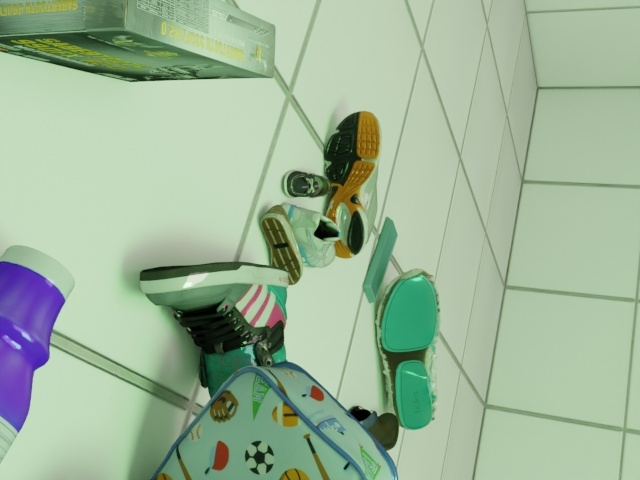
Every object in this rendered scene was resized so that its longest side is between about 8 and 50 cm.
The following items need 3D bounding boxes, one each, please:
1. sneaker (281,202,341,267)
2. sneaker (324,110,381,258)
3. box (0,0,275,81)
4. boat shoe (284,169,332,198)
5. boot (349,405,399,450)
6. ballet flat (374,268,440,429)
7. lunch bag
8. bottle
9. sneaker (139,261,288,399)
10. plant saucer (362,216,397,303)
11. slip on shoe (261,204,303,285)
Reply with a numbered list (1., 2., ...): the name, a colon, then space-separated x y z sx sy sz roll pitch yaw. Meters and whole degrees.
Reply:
1. sneaker: 0.000 0.000 1.198 0.191 0.083 0.071 45 53 -61
2. sneaker: 0.063 -0.103 1.323 0.121 0.099 0.262 -18 119 -72
3. box: -0.173 -0.189 0.659 0.231 0.183 0.056 -7 101 -66
4. boat shoe: -0.020 -0.089 1.189 0.125 0.038 0.046 3 92 -66
5. boot: 0.113 0.385 1.520 0.219 0.082 0.106 -27 122 -60
6. ballet flat: 0.191 0.237 1.648 0.147 0.147 0.408 -40 133 -58
7. lunch bag: -0.069 0.310 0.832 0.303 0.243 0.115 -55 157 11
8. bottle: -0.292 0.132 0.567 0.118 0.092 0.282 67 37 -47
9. sneaker: -0.124 0.120 0.914 0.295 0.124 0.178 13 73 -67
10. plant saucer: 0.132 0.041 1.574 0.067 0.018 0.192 65 38 -47
11. slip on shoe: -0.057 0.008 1.120 0.041 0.052 0.135 -72 149 -52
